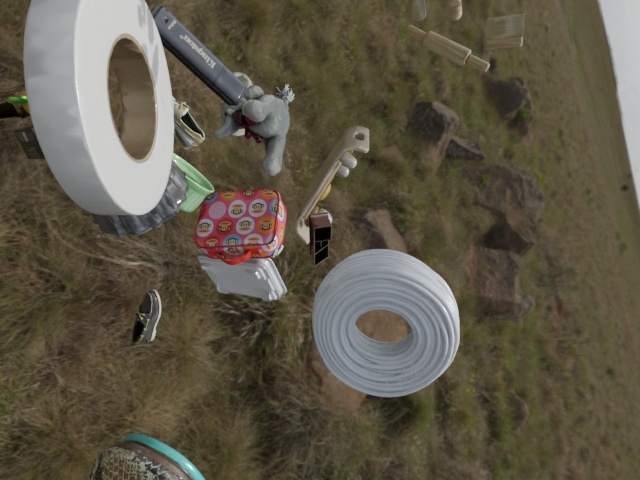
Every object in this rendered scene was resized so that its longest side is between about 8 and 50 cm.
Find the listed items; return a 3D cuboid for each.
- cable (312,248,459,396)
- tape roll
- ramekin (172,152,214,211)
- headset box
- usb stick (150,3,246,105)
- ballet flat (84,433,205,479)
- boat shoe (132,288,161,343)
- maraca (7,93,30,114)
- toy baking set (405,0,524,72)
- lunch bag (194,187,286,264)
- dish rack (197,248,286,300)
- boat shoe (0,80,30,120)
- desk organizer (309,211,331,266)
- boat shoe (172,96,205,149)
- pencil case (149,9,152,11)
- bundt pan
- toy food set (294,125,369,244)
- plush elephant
[{"bbox_3d":[0.107,0.147,0.767,0.257,0.257,0.089,47,24,-8],"label":"cable"},{"bbox_3d":[-0.342,-0.235,0.745,0.392,0.072,0.392,180,-90,-89],"label":"tape roll"},{"bbox_3d":[-0.649,-0.267,2.008,0.303,0.148,0.303,41,6,-5],"label":"ramekin"},{"bbox_3d":[-0.883,-0.388,1.571,0.293,0.218,0.110,-36,122,-39],"label":"headset box"},{"bbox_3d":[-0.298,-0.443,1.077,0.278,0.045,0.077,39,67,-32],"label":"usb stick"},{"bbox_3d":[-0.223,0.382,0.528,0.164,0.483,0.182,31,52,4],"label":"ballet flat"},{"bbox_3d":[-0.634,0.281,1.602,0.068,0.081,0.228,-12,127,-48],"label":"boat shoe"},{"bbox_3d":[-0.896,-0.438,1.413,0.185,0.127,0.099,-28,111,-77],"label":"maraca"},{"bbox_3d":[0.239,-0.415,0.752,0.030,0.256,0.197,-36,151,-61],"label":"toy baking set"},{"bbox_3d":[-0.266,-0.039,1.472,0.120,0.293,0.258,69,23,-60],"label":"lunch bag"},{"bbox_3d":[-0.318,0.142,1.742,0.285,0.332,0.072,73,31,-48],"label":"dish rack"},{"bbox_3d":[-1.015,-0.464,1.506,0.111,0.307,0.104,88,-17,-60],"label":"boat shoe"},{"bbox_3d":[0.000,0.000,1.057,0.050,0.047,0.130,-107,-168,-46],"label":"desk organizer"},{"bbox_3d":[-0.577,-0.516,1.779,0.302,0.103,0.113,59,28,-33],"label":"boat shoe"},{"bbox_3d":[-0.581,-0.695,1.446,0.070,0.064,0.152,27,51,-11],"label":"pencil case"},{"bbox_3d":[-0.600,-0.177,1.420,0.124,0.330,0.331,78,23,-51],"label":"bundt pan"},{"bbox_3d":[0.038,-0.157,1.205,0.092,0.306,0.220,30,28,-10],"label":"toy food set"},{"bbox_3d":[-0.252,-0.423,1.531,0.272,0.255,0.330,71,27,-47],"label":"plush elephant"}]
